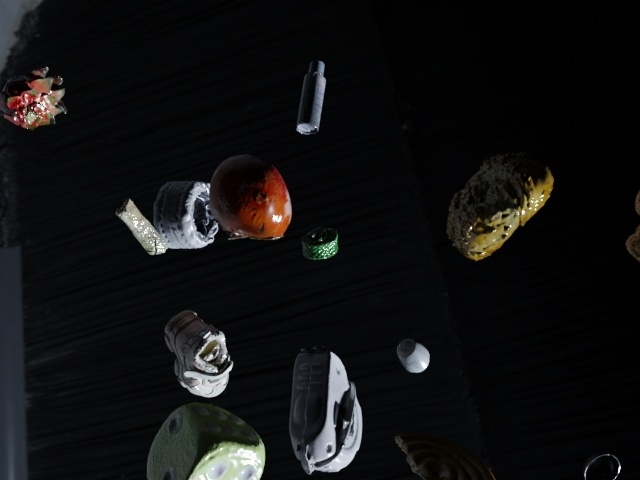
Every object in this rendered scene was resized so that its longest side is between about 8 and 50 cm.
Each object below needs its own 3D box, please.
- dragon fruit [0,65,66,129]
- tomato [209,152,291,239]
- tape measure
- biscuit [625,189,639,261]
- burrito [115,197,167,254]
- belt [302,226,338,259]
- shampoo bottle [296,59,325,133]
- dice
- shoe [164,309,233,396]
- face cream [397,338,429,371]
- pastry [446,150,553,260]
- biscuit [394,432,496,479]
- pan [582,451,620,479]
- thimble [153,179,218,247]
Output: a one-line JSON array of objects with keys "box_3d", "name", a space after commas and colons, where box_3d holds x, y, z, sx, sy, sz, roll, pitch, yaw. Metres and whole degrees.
[{"box_3d": [-0.672, -0.328, 1.322, 0.121, 0.130, 0.142, 62, 30, -13], "name": "dragon fruit"}, {"box_3d": [-0.196, -0.137, 1.827, 0.309, 0.170, 0.309, -3, 95, -35], "name": "tomato"}, {"box_3d": [0.014, 0.363, 1.161, 0.197, 0.120, 0.236, 47, 40, -47], "name": "tape measure"}, {"box_3d": [0.935, -0.002, 1.401, 0.376, 0.269, 0.051, 39, 27, -1], "name": "biscuit"}, {"box_3d": [-0.440, -0.029, 1.396, 0.042, 0.051, 0.171, 32, -23, 44], "name": "burrito"}, {"box_3d": [0.000, 0.000, 1.918, 0.151, 0.121, 0.079, -57, 146, -62], "name": "belt"}, {"box_3d": [-0.024, -0.421, 1.656, 0.072, 0.072, 0.214, 42, 53, -66], "name": "shampoo bottle"}, {"box_3d": [-0.339, 0.644, 1.667, 0.252, 0.250, 0.254, 31, -2, -41], "name": "dice"}, {"box_3d": [-0.391, 0.414, 1.916, 0.172, 0.198, 0.351, -41, 128, -30], "name": "shoe"}, {"box_3d": [0.287, 0.357, 1.762, 0.095, 0.091, 0.091, 50, 26, -35], "name": "face cream"}, {"box_3d": [0.445, -0.103, 1.476, 0.162, 0.311, 0.255, 40, 19, -8], "name": "pastry"}, {"box_3d": [0.232, 0.402, 0.972, 0.224, 0.144, 0.033, -133, -129, -60], "name": "biscuit"}, {"box_3d": [0.492, 0.418, 0.993, 0.023, 0.068, 0.115, -134, -154, -74], "name": "pan"}, {"box_3d": [-0.473, -0.094, 2.021, 0.217, 0.157, 0.246, 4, 87, -71], "name": "thimble"}]
